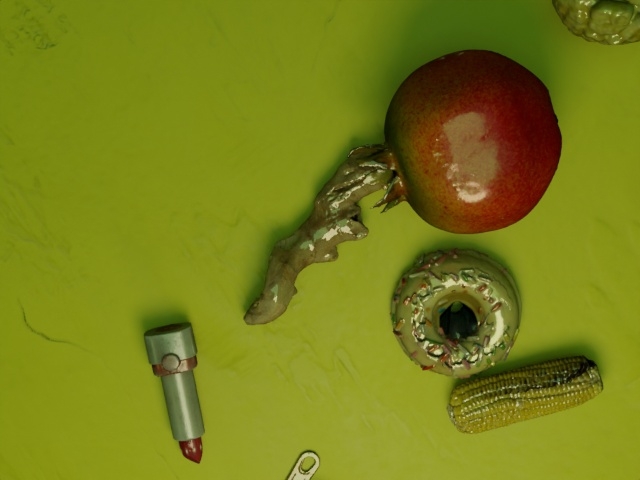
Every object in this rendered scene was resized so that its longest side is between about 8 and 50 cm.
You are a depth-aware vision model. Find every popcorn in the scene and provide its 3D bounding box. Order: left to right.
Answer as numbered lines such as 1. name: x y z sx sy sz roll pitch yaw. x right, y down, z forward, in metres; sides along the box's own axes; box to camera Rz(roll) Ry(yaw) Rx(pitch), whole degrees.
1. popcorn: 0.364 -0.314 1.658 0.173 0.173 0.142 -22 106 4

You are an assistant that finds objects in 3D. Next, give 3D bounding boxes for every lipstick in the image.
1. lipstick: -0.179 0.204 1.778 0.063 0.057 0.186 -11 99 2

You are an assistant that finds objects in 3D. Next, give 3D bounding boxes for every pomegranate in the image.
1. pomegranate: 0.162 -0.113 1.657 0.257 0.221 0.221 -16 96 -3

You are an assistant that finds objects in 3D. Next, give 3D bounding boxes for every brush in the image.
1. brush: -0.061 0.365 1.816 0.083 0.011 0.205 31 95 -2

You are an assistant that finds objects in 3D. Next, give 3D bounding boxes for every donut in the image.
1. donut: 0.174 0.094 1.751 0.175 0.068 0.174 0 97 0

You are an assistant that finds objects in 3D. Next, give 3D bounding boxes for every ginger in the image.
1. ginger: 0.000 0.000 1.748 0.089 0.075 0.288 35 92 -8

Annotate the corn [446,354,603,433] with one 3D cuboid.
1. corn: 0.261 0.196 1.761 0.203 0.072 0.072 -14 96 2
